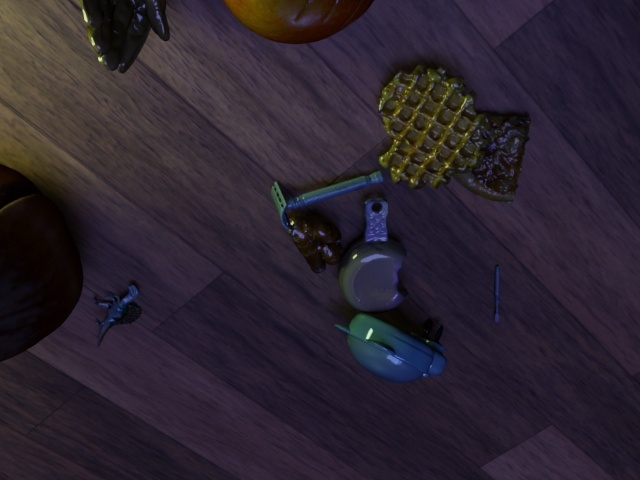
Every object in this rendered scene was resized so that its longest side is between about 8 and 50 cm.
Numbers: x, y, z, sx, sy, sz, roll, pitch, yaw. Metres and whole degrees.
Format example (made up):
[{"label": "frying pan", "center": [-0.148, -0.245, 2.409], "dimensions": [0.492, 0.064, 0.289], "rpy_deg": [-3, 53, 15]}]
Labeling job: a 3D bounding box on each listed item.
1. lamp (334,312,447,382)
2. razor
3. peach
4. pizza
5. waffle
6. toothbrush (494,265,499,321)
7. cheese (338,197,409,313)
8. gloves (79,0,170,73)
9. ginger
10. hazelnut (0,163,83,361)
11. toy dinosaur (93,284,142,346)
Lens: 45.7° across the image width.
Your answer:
[{"label": "lamp", "center": [0.177, 0.252, 1.767], "dimensions": [0.284, 0.209, 0.147], "rpy_deg": [7, 99, -39]}, {"label": "razor", "center": [0.018, -0.103, 1.581], "dimensions": [0.232, 0.106, 0.068], "rpy_deg": [-18, 126, -6]}, {"label": "peach", "center": [-0.042, -0.443, 1.253], "dimensions": [0.274, 0.249, 0.245], "rpy_deg": [14, 158, -29]}, {"label": "pizza", "center": [0.350, -0.186, 1.553], "dimensions": [0.197, 0.058, 0.292], "rpy_deg": [-31, 121, 17]}, {"label": "waffle", "center": [0.203, -0.220, 1.487], "dimensions": [0.249, 0.056, 0.253], "rpy_deg": [-20, 115, 33]}, {"label": "toothbrush", "center": [0.419, 0.127, 1.805], "dimensions": [0.011, 0.014, 0.167], "rpy_deg": [-7, 123, 2]}, {"label": "cheese", "center": [0.122, 0.033, 1.674], "dimensions": [0.163, 0.082, 0.286], "rpy_deg": [-1, 124, -5]}, {"label": "gloves", "center": [-0.329, -0.448, 1.271], "dimensions": [0.154, 0.141, 0.331], "rpy_deg": [-5, 119, -33]}, {"label": "ginger", "center": [0.000, 0.000, 1.650], "dimensions": [0.103, 0.073, 0.162], "rpy_deg": [-12, 132, 20]}, {"label": "hazelnut", "center": [-0.651, 0.044, 1.480], "dimensions": [0.359, 0.359, 0.409], "rpy_deg": [-9, 134, 2]}, {"label": "toy dinosaur", "center": [-0.465, 0.173, 1.751], "dimensions": [0.106, 0.044, 0.187], "rpy_deg": [-7, 125, -19]}]
